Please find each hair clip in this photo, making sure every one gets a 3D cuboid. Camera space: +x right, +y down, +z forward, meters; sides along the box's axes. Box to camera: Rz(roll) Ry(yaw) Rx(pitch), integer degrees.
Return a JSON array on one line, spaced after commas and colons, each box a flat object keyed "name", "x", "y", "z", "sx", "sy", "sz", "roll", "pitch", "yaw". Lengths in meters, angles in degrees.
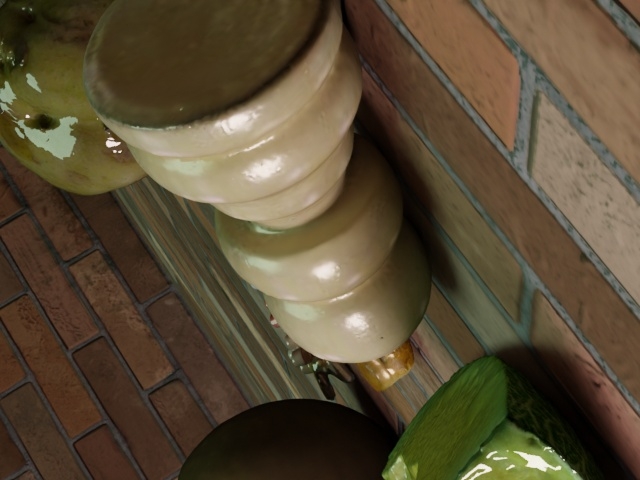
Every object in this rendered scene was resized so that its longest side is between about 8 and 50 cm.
[{"name": "hair clip", "x": -0.035, "y": 0.090, "z": 1.679, "sx": 0.214, "sy": 0.056, "sz": 0.062, "roll": 56, "pitch": -157, "yaw": 9}]

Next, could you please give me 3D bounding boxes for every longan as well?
[{"name": "longan", "x": -0.027, "y": 0.299, "z": 1.643, "sx": 0.300, "sy": 0.300, "sz": 0.243, "roll": 72, "pitch": -153, "yaw": -54}]

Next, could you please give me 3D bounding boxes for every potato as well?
[{"name": "potato", "x": -0.229, "y": -0.155, "z": 1.452, "sx": 0.351, "sy": 0.203, "sz": 0.218, "roll": -151, "pitch": 42, "yaw": -86}]

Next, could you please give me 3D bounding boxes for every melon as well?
[{"name": "melon", "x": 0.115, "y": 0.167, "z": 0.969, "sx": 0.323, "sy": 0.124, "sz": 0.196, "roll": -128, "pitch": 15, "yaw": -81}]

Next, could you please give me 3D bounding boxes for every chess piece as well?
[{"name": "chess piece", "x": -0.020, "y": -0.033, "z": 0.946, "sx": 0.167, "sy": 0.167, "sz": 0.299, "roll": 49, "pitch": 171, "yaw": 45}]

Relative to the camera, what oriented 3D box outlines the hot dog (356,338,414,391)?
[{"name": "hot dog", "x": -0.003, "y": 0.001, "z": 1.211, "sx": 0.285, "sy": 0.061, "sz": 0.088, "roll": 60, "pitch": 174, "yaw": -19}]
